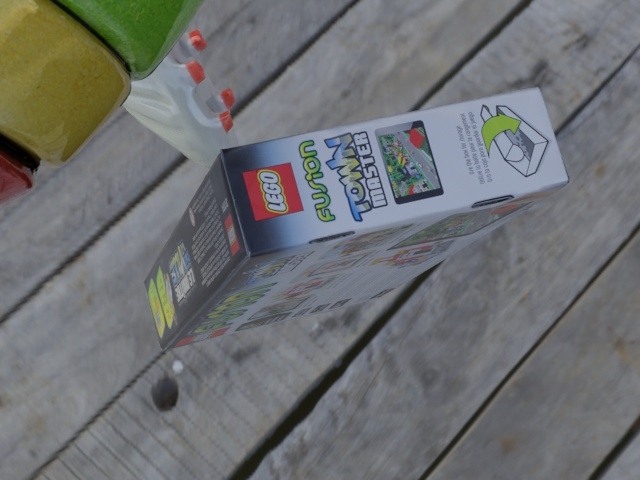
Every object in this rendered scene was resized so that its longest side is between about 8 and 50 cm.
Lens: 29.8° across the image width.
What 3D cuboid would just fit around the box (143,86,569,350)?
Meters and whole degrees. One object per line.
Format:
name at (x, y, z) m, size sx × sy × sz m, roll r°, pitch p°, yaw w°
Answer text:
box at (0.000, 0.000, 0.475) m, size 0.114 × 0.207 × 0.036 m, roll -12°, pitch 81°, yaw -18°

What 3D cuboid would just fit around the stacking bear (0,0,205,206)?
stacking bear at (-0.113, -0.074, 0.335) m, size 0.175 × 0.164 × 0.289 m, roll 34°, pitch 82°, yaw -38°

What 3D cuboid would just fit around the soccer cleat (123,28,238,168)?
soccer cleat at (-0.116, -0.107, 0.614) m, size 0.076 × 0.068 × 0.196 m, roll -33°, pitch 114°, yaw 13°
